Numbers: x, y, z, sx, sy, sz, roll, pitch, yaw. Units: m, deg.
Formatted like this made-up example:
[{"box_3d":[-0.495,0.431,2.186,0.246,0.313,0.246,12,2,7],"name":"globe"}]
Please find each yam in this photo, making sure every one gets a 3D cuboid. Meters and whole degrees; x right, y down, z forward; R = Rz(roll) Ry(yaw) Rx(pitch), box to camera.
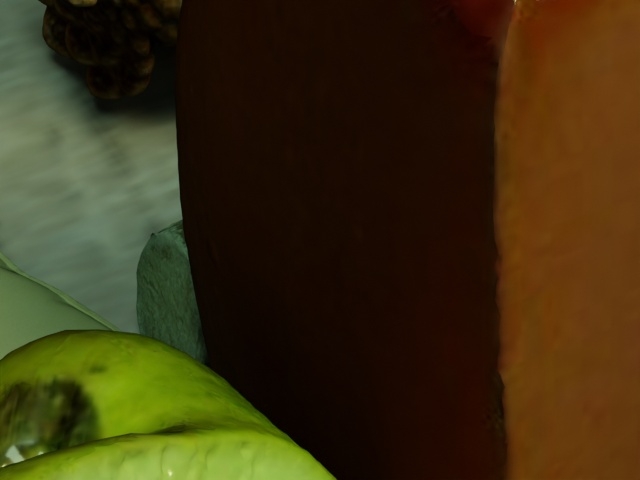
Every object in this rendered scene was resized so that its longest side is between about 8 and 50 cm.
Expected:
[{"box_3d":[0.000,0.000,0.633,0.179,0.078,0.078,-23,60,-22],"name":"yam"}]

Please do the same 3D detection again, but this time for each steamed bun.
[{"box_3d":[0.079,0.002,0.487,0.235,0.379,0.248,-18,27,-21],"name":"steamed bun"}]

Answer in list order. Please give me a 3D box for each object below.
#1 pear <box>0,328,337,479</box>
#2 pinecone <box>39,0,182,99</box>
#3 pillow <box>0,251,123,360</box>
[{"box_3d":[-0.085,0.154,0.368,0.159,0.292,0.292,-2,41,40],"name":"pear"},{"box_3d":[-0.042,-0.166,0.687,0.212,0.185,0.168,-7,79,-30],"name":"pinecone"},{"box_3d":[-0.217,0.113,0.482,0.255,0.120,0.322,34,56,7],"name":"pillow"}]
